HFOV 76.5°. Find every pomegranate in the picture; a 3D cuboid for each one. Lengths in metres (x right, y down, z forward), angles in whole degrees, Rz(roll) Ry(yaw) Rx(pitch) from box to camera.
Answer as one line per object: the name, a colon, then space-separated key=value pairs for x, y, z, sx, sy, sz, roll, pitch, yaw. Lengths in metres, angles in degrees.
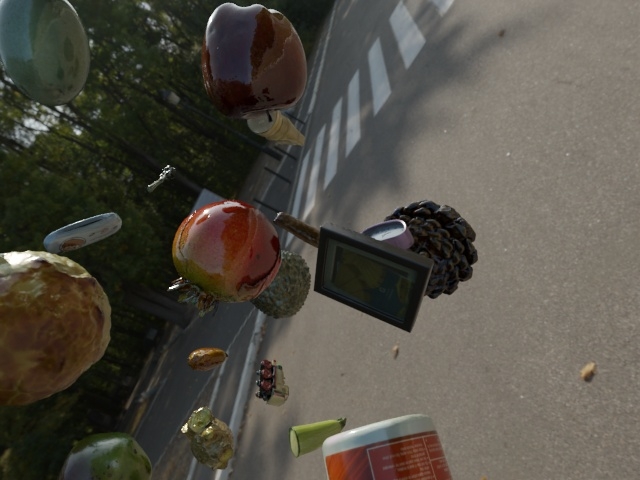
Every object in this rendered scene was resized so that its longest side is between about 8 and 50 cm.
pomegranate: x=-0.189 y=0.031 z=0.798 sx=0.235 sy=0.210 sz=0.210 roll=-57 pitch=10 yaw=-26
pomegranate: x=-0.452 y=0.484 z=0.851 sx=0.180 sy=0.180 sz=0.210 roll=-66 pitch=20 yaw=-12

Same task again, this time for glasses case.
glasses case: x=-0.585 y=-0.018 z=1.009 sx=0.178 sy=0.045 sz=0.067 roll=-29 pitch=-17 yaw=-38

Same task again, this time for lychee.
lychee: x=-0.158 y=0.146 z=1.468 sx=0.255 sy=0.255 sz=0.274 roll=154 pitch=105 yaw=-67

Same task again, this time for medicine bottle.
medicine bottle: x=0.146 y=0.510 z=0.835 sx=0.252 sy=0.252 sz=0.241 roll=-49 pitch=45 yaw=43

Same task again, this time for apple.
apple: x=-0.136 y=-0.361 z=0.844 sx=0.234 sy=0.234 sz=0.234 roll=-56 pitch=16 yaw=25

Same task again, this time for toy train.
toy train: x=-0.135 y=0.395 z=1.142 sx=0.050 sy=0.087 sz=0.138 roll=-59 pitch=20 yaw=25

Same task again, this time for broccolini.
broccolini: x=-0.482 y=-0.180 z=1.216 sx=0.218 sy=0.042 sz=0.044 roll=-93 pitch=22 yaw=-65

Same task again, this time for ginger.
ginger: x=-0.282 y=0.509 z=1.041 sx=0.102 sy=0.157 sz=0.216 roll=-31 pitch=-20 yaw=-32

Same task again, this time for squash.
squash: x=0.000 y=0.656 z=1.396 sx=0.094 sy=0.224 sz=0.094 roll=18 pitch=111 yaw=56

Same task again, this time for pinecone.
pinecone: x=0.406 y=0.026 z=1.600 sx=0.398 sy=0.398 sz=0.398 roll=-56 pitch=16 yaw=25

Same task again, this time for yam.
yam: x=0.000 y=0.000 z=1.038 sx=0.046 sy=0.264 sz=0.046 roll=-59 pitch=9 yaw=15

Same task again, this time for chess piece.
chess piece: x=-0.116 y=-0.309 z=1.138 sx=0.090 sy=0.090 sz=0.200 roll=-61 pitch=-21 yaw=5

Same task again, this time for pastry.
pastry: x=-0.720 y=0.214 z=0.991 sx=0.388 sy=0.388 sz=0.312 roll=-63 pitch=26 yaw=-3

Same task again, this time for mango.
mango: x=-0.335 y=0.353 z=1.206 sx=0.077 sy=0.127 sz=0.063 roll=2 pitch=86 yaw=39

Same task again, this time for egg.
egg: x=-0.586 y=-0.409 z=0.866 sx=0.169 sy=0.169 sz=0.236 roll=-99 pitch=12 yaw=-67

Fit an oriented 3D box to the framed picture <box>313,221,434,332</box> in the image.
framed picture: x=0.072 y=0.055 z=0.609 sx=0.023 sy=0.168 sz=0.128 roll=-45 pitch=-31 yaw=-48

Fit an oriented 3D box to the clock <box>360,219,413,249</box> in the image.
clock: x=0.177 y=-0.011 z=1.134 sx=0.153 sy=0.050 sz=0.110 roll=-16 pitch=32 yaw=19
